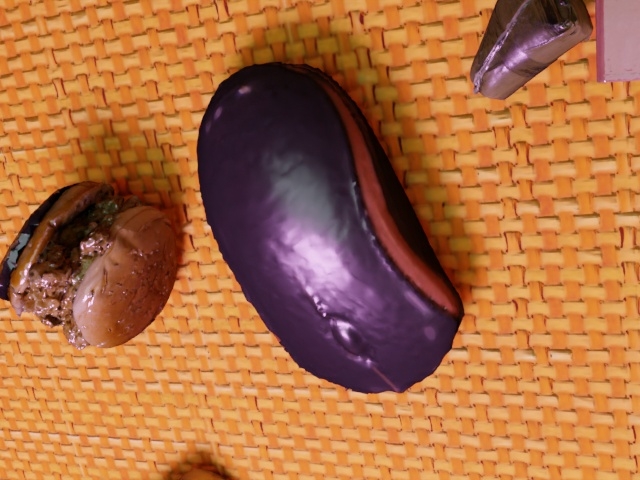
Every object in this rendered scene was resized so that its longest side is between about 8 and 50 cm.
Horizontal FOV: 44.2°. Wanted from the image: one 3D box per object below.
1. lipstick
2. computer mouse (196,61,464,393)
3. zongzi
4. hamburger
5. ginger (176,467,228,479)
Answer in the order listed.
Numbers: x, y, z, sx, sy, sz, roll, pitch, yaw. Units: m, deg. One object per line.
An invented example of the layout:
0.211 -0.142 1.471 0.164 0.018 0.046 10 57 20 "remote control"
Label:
0.218 -0.189 0.561 0.045 0.045 0.146 0 110 20 "lipstick"
-0.002 0.002 0.692 0.182 0.116 0.323 -24 101 33 "computer mouse"
0.144 -0.177 0.604 0.104 0.052 0.113 -35 69 44 "zongzi"
-0.216 0.024 0.756 0.131 0.185 0.159 31 103 12 "hamburger"
-0.195 0.362 0.922 0.263 0.117 0.109 -38 134 25 "ginger"
